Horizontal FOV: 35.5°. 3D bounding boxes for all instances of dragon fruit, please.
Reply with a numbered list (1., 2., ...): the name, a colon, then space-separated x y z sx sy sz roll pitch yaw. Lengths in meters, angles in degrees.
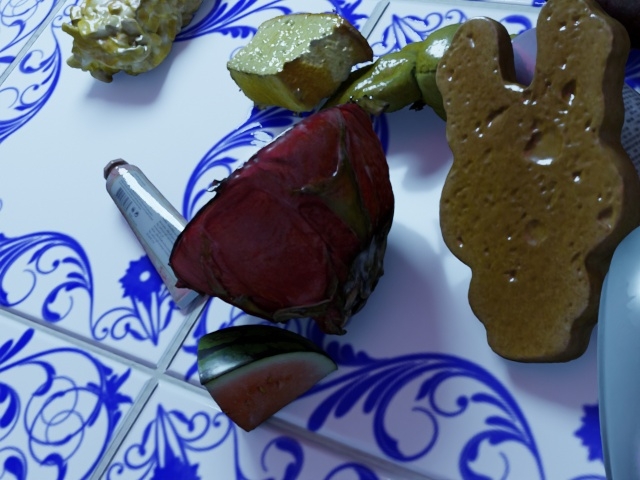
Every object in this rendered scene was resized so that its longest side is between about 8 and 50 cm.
1. dragon fruit: -0.003 0.003 0.869 0.148 0.218 0.224 48 43 12

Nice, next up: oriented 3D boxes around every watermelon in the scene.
1. watermelon: -0.067 0.120 0.860 0.125 0.135 0.094 12 99 29

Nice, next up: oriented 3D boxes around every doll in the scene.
1. doll: 0.096 -0.150 0.990 0.209 0.097 0.137 -13 20 38

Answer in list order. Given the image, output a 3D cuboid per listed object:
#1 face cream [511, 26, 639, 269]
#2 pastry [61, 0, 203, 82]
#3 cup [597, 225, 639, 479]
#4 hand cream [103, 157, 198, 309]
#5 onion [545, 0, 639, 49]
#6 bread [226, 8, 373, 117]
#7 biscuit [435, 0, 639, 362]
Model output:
1. face cream: 0.250 -0.065 0.848 0.154 0.096 0.274 -33 62 -3
2. pastry: -0.220 -0.313 1.237 0.154 0.102 0.250 11 64 28
3. cup: 0.329 0.070 0.620 0.275 0.259 0.356 -5 24 23
4. hand cream: -0.167 -0.016 1.040 0.067 0.043 0.209 -40 54 -3
5. onion: 0.291 -0.244 0.897 0.272 0.195 0.272 3 41 -2
6. bread: -0.026 -0.188 1.044 0.103 0.065 0.187 -46 31 -11
7. biscuit: 0.173 -0.049 0.815 0.186 0.044 0.295 -3 83 47
